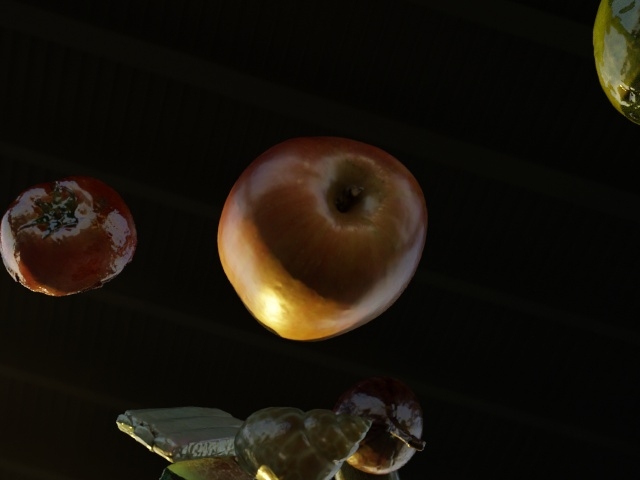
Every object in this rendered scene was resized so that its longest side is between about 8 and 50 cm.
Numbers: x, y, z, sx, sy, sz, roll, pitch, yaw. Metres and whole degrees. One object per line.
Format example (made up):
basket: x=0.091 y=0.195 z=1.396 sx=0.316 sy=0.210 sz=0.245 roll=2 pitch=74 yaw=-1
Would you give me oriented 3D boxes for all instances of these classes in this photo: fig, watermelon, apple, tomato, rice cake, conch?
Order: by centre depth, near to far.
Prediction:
apple: x=0.000 y=0.000 z=1.094 sx=0.242 sy=0.242 sz=0.241 roll=23 pitch=-31 yaw=-6
conch: x=-0.034 y=0.273 z=1.195 sx=0.173 sy=0.116 sz=0.106 roll=20 pitch=-45 yaw=18
fig: x=0.455 y=-0.296 z=1.241 sx=0.206 sy=0.206 sz=0.275 roll=-26 pitch=-101 yaw=16
rice cake: x=-0.180 y=0.276 z=1.288 sx=0.124 sy=0.211 sz=0.038 roll=21 pitch=-86 yaw=30
watermelon: x=-0.150 y=0.370 z=1.341 sx=0.094 sy=0.241 sz=0.154 roll=33 pitch=-65 yaw=17
fig: x=0.085 y=0.294 z=1.425 sx=0.149 sy=0.202 sz=0.148 roll=-39 pitch=-105 yaw=11
tomato: x=-0.409 y=-0.020 z=1.443 sx=0.225 sy=0.225 sz=0.085 roll=10 pitch=-36 yaw=0

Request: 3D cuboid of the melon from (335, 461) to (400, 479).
melon: x=0.084 y=0.422 z=1.632 sx=0.114 sy=0.114 sz=0.167 roll=-20 pitch=-87 yaw=14
